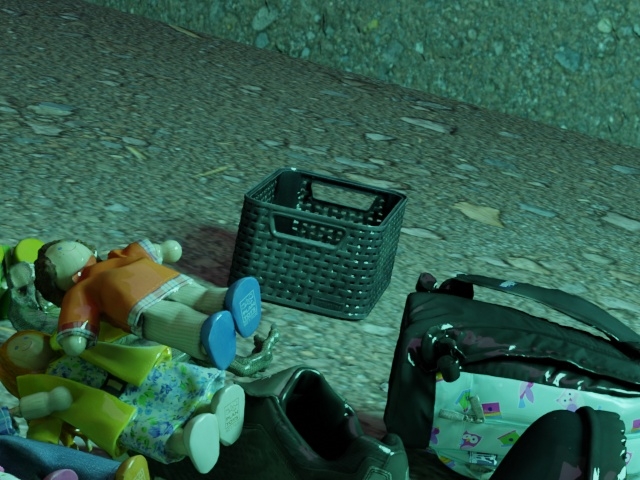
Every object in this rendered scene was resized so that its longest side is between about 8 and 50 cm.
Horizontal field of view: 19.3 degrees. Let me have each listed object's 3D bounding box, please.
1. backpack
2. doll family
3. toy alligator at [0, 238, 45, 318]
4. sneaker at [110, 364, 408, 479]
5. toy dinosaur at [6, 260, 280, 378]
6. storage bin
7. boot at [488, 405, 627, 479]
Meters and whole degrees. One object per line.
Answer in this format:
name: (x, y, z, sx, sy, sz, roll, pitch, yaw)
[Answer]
backpack: (0.136, 0.102, 1.236, 0.182, 0.115, 0.152, 12, 24, 0)
doll family: (-0.150, 0.104, 0.994, 0.163, 0.118, 0.263, 14, 40, 31)
toy alligator: (-0.256, 0.031, 1.354, 0.189, 0.056, 0.051, 4, 55, -29)
sneaker: (-0.033, 0.112, 1.057, 0.234, 0.106, 0.078, 23, 16, 41)
toy dinosaur: (-0.100, 0.081, 1.252, 0.268, 0.064, 0.118, 25, 25, 39)
storage bin: (0.000, 0.000, 1.627, 0.122, 0.084, 0.180, 13, 14, 8)
boot: (0.017, 0.149, 0.805, 0.207, 0.094, 0.246, 14, 47, 4)
